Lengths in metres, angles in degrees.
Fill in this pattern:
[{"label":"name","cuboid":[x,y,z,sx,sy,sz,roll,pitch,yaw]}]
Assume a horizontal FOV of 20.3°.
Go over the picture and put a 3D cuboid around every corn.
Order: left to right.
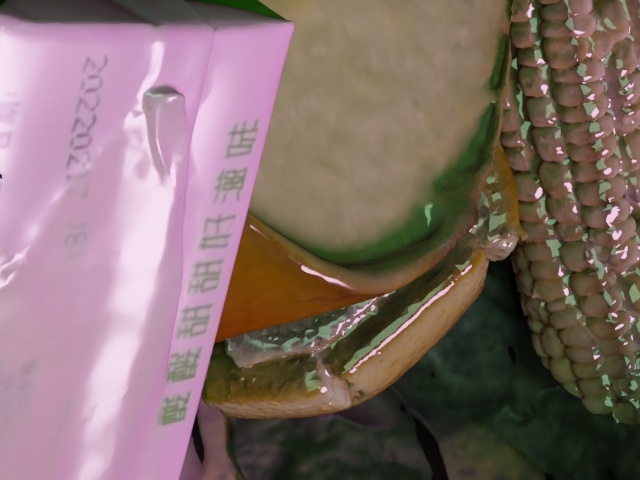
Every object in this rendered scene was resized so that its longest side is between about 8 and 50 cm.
[{"label":"corn","cuboid":[0.106,-0.032,0.710,0.087,0.087,0.211,-12,108,-14]}]

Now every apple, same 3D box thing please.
[{"label":"apple","cuboid":[-0.059,-0.134,0.588,0.254,0.179,0.346,-7,89,-7]}]

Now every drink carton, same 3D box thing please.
[{"label":"drink carton","cuboid":[-0.148,-0.034,0.522,0.108,0.271,0.161,-8,120,-46]}]

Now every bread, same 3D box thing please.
[{"label":"bread","cuboid":[0.000,0.000,0.678,0.117,0.064,0.156,42,83,6]}]
